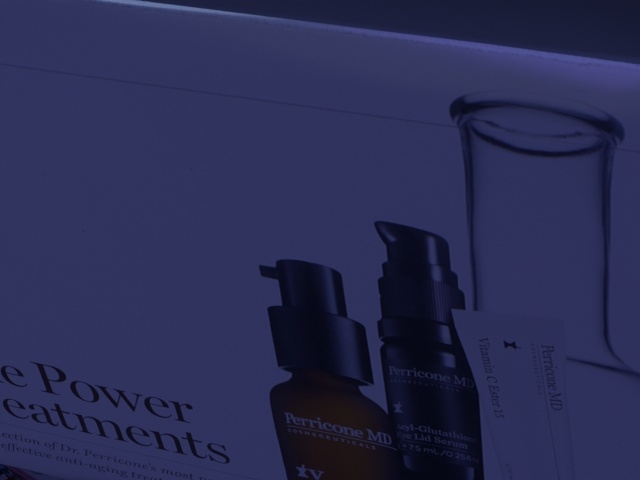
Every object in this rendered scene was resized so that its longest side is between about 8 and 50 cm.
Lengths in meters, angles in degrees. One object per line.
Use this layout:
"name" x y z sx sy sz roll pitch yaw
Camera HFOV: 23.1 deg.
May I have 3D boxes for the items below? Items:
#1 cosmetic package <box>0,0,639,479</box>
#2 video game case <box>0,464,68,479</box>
"cosmetic package" 0.000 0.000 0.598 0.377 0.097 0.284 9 135 18
"video game case" -0.233 0.121 1.012 0.212 0.023 0.193 34 139 -15
